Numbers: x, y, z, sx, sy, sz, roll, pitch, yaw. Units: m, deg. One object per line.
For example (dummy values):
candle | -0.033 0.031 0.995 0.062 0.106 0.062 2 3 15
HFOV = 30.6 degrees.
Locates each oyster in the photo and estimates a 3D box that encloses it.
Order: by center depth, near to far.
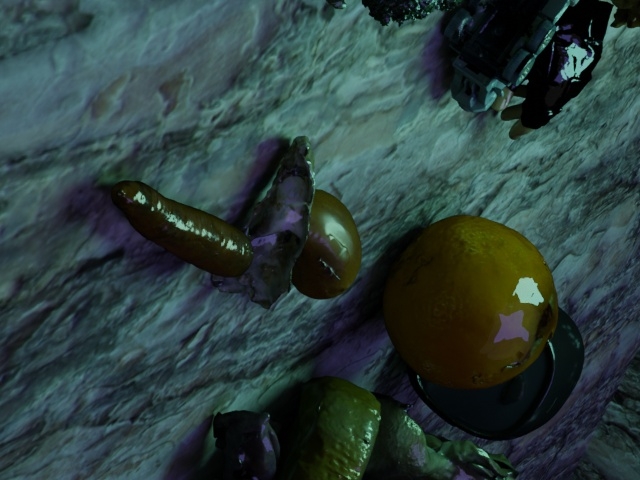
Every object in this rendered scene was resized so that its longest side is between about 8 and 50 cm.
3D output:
oyster | -0.046 -0.013 1.273 0.200 0.106 0.061 -47 -161 15

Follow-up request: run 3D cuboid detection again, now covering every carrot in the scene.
carrot | -0.136 -0.013 1.133 0.059 0.059 0.248 -56 151 1

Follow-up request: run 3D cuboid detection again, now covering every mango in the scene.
mango | 0.003 0.002 1.356 0.105 0.084 0.159 -51 155 -23

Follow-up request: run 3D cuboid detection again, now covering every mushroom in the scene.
mushroom | 0.157 0.338 1.780 0.344 0.247 0.130 35 74 -51

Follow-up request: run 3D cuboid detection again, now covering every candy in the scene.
candy | -0.007 0.309 1.572 0.260 0.118 0.260 -157 -90 -89

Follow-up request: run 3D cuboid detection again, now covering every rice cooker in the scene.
rice cooker | 0.283 0.186 1.869 0.267 0.267 0.224 -63 160 14

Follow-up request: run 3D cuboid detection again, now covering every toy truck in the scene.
toy truck | 0.248 -0.277 1.436 0.257 0.108 0.140 -54 167 0

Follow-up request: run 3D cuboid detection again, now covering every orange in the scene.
orange | 0.210 0.091 1.640 0.246 0.246 0.246 -40 150 -29

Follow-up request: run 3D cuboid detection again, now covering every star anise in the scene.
star anise | -0.114 0.316 1.490 0.257 0.110 0.198 115 -2 -54

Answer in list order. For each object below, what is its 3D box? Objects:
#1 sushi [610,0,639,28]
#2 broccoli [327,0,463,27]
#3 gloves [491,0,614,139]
sushi | 0.518 -0.447 1.560 0.207 0.234 0.349 -37 143 -34
broccoli | 0.053 -0.272 1.039 0.156 0.195 0.195 -25 168 28
gloves | 0.306 -0.227 1.589 0.164 0.124 0.203 -10 123 -32
